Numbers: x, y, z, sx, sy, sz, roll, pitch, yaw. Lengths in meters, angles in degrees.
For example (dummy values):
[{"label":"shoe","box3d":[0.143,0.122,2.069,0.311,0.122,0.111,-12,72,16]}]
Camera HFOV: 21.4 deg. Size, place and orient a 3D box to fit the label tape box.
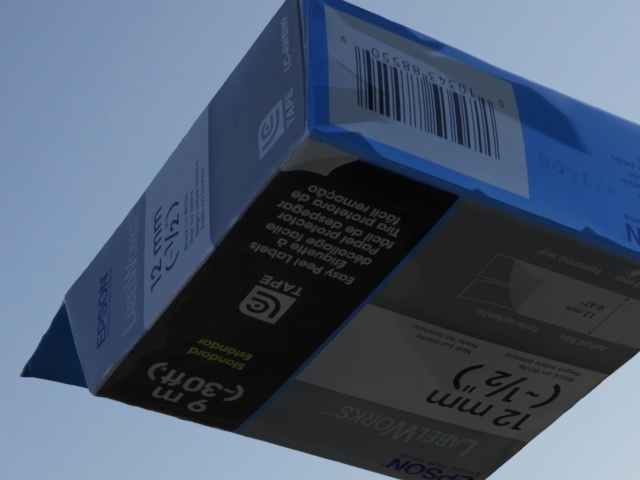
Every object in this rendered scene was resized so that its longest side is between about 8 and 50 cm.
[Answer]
[{"label":"label tape box","box3d":[0.010,0.047,0.945,0.249,0.115,0.348,18,-46,-25]}]
